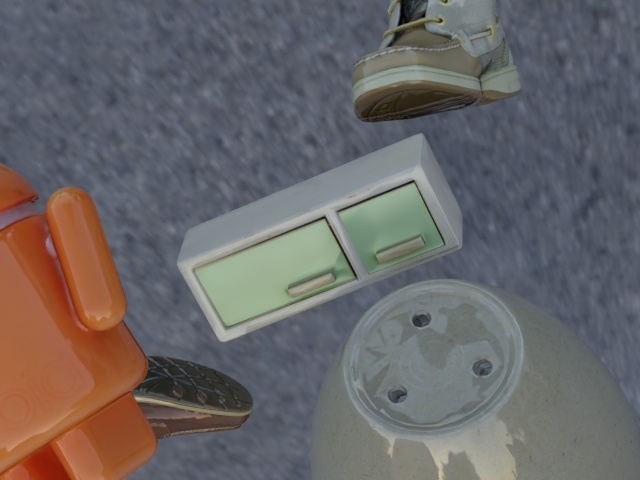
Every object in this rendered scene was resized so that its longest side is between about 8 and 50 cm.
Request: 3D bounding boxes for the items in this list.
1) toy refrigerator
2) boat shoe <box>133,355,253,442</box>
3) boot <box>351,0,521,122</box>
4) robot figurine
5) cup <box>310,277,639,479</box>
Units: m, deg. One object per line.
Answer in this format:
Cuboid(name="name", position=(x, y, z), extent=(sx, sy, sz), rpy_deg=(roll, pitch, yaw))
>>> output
Cuboid(name="toy refrigerator", position=(0.000, 0.000, 1.899), extent=(0.270, 0.094, 0.102), rpy_deg=(-22, 112, 14))
Cuboid(name="boat shoe", position=(-0.143, 0.130, 1.486), extent=(0.178, 0.060, 0.064), rpy_deg=(6, 29, -16))
Cuboid(name="boot", position=(0.061, -0.161, 1.181), extent=(0.077, 0.213, 0.165), rpy_deg=(-10, 92, 23))
Cuboid(name="robot figurine", position=(-0.179, 0.046, 1.036), extent=(0.128, 0.158, 0.219), rpy_deg=(-33, 88, -26))
Cuboid(name="cup", position=(0.127, 0.168, 1.784), extent=(0.331, 0.237, 0.331), rpy_deg=(-9, 54, 12))
